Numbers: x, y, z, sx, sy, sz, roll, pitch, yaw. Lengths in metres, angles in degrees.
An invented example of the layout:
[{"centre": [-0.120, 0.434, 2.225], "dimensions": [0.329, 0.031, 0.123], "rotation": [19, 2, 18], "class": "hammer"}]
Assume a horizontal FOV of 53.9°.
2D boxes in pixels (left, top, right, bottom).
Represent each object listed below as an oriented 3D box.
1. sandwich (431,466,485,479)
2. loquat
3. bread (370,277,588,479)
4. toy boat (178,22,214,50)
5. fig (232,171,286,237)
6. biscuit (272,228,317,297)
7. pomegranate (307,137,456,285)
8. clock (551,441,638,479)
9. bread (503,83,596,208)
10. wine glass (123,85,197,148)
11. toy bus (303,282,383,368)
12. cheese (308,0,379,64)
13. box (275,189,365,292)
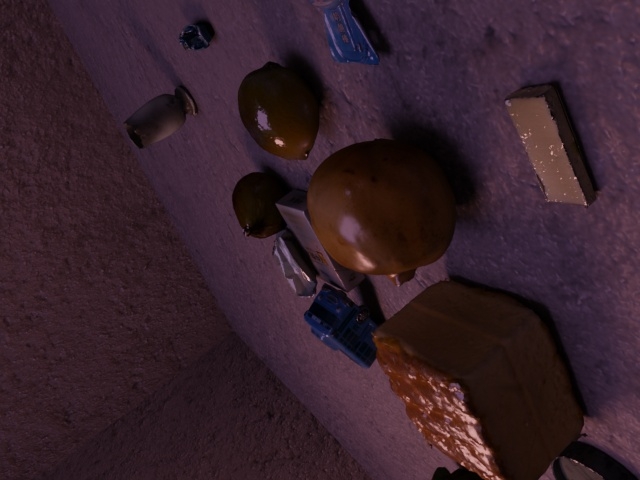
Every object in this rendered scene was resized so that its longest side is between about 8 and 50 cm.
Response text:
[{"centre": [0.432, 0.733, 1.681], "dimensions": [0.301, 0.162, 0.250], "rotation": [33, -167, 9], "class": "sandwich"}, {"centre": [-0.071, -0.232, 1.163], "dimensions": [0.152, 0.152, 0.195], "rotation": [26, 139, 55], "class": "loquat"}, {"centre": [0.266, 0.241, 1.089], "dimensions": [0.279, 0.207, 0.279], "rotation": [60, 162, -21], "class": "bread"}, {"centre": [-0.285, -0.454, 1.413], "dimensions": [0.137, 0.060, 0.060], "rotation": [25, 147, 57], "class": "toy boat"}, {"centre": [-0.153, -0.068, 1.574], "dimensions": [0.274, 0.145, 0.170], "rotation": [-84, -28, -66], "class": "fig"}, {"centre": [-0.074, 0.054, 1.701], "dimensions": [0.186, 0.079, 0.309], "rotation": [60, -178, -5], "class": "biscuit"}, {"centre": [0.098, -0.051, 0.966], "dimensions": [0.233, 0.233, 0.233], "rotation": [46, 161, 21], "class": "pomegranate"}, {"centre": [0.515, 0.461, 1.137], "dimensions": [0.215, 0.042, 0.215], "rotation": [47, 161, 21], "class": "clock"}, {"centre": [0.268, -0.107, 0.731], "dimensions": [0.154, 0.028, 0.068], "rotation": [59, 161, -20], "class": "bread"}, {"centre": [-0.455, -0.352, 1.798], "dimensions": [0.111, 0.204, 0.111], "rotation": [42, 156, 23], "class": "wine glass"}, {"centre": [0.067, 0.218, 1.582], "dimensions": [0.116, 0.134, 0.234], "rotation": [31, 170, 45], "class": "toy bus"}, {"centre": [0.008, -0.357, 0.876], "dimensions": [0.135, 0.052, 0.245], "rotation": [27, 148, 54], "class": "cheese"}, {"centre": [0.000, 0.000, 1.526], "dimensions": [0.155, 0.067, 0.243], "rotation": [22, 145, 61], "class": "box"}]
